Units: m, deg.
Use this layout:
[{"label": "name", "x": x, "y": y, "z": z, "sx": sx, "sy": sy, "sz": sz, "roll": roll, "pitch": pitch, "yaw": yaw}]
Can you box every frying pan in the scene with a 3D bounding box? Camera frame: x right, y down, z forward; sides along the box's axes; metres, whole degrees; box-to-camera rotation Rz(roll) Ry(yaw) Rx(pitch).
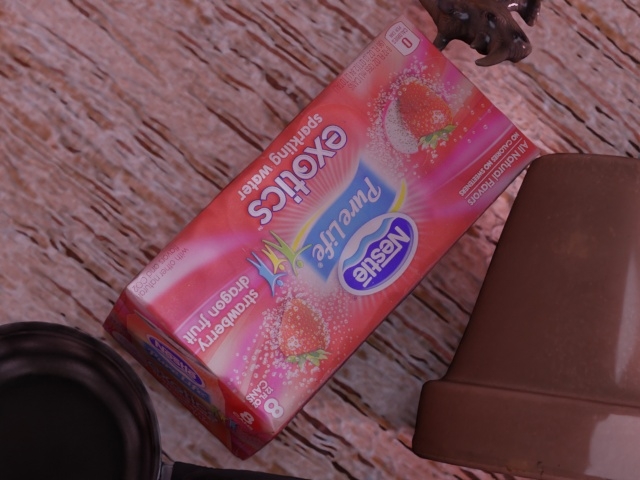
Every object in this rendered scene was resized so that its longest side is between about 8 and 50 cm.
[{"label": "frying pan", "x": -0.144, "y": 0.140, "z": 1.356, "sx": 0.326, "sy": 0.053, "sz": 0.197, "roll": -14, "pitch": 74, "yaw": 4}]

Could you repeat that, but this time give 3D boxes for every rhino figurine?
[{"label": "rhino figurine", "x": 0.123, "y": -0.202, "z": 1.492, "sx": 0.106, "sy": 0.073, "sz": 0.243, "roll": 13, "pitch": 40, "yaw": -5}]

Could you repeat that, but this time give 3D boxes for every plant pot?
[{"label": "plant pot", "x": 0.209, "y": 0.061, "z": 1.370, "sx": 0.263, "sy": 0.263, "sz": 0.229, "roll": 10, "pitch": 87, "yaw": -11}]

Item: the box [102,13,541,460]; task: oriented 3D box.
[{"label": "box", "x": 0.000, "y": 0.000, "z": 1.421, "sx": 0.154, "sy": 0.142, "sz": 0.300, "roll": 45, "pitch": 71, "yaw": 0}]

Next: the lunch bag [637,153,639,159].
[{"label": "lunch bag", "x": 0.387, "y": -0.006, "z": 1.509, "sx": 0.223, "sy": 0.160, "sz": 0.262, "roll": -33, "pitch": 75, "yaw": -15}]
